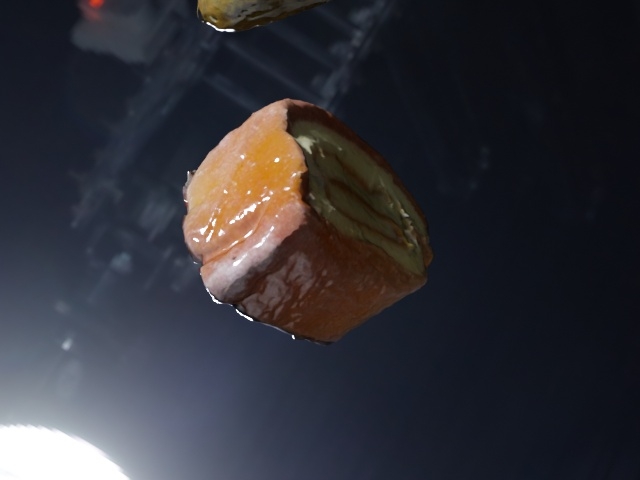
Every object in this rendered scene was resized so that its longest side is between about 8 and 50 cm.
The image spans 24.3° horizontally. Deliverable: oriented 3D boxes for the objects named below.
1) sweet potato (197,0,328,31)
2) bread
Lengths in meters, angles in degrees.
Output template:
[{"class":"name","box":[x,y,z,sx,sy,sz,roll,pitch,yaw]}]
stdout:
[{"class":"sweet potato","box":[0.004,-0.234,1.289,0.081,0.233,0.062,-119,-167,-71]},{"class":"bread","box":[-0.002,-0.010,1.314,0.123,0.190,0.244,-32,-37,25]}]
